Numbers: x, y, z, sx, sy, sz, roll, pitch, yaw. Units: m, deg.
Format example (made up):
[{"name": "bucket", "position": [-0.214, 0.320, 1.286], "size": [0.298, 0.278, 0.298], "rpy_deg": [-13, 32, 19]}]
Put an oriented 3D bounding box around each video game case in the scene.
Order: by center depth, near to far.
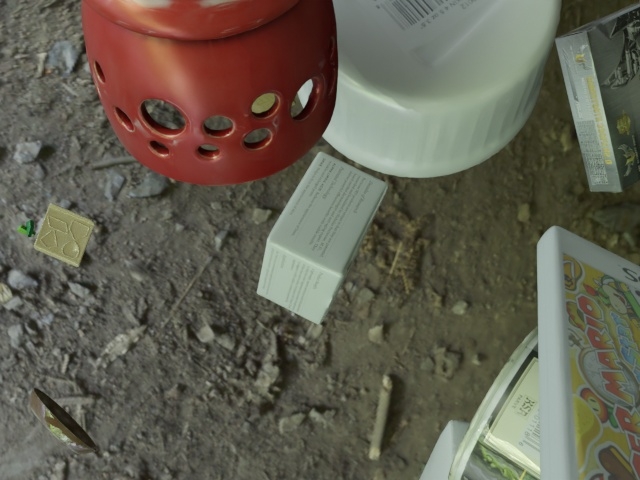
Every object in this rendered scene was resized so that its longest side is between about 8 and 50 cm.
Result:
[{"name": "video game case", "position": [0.223, 0.105, 0.381], "size": [0.227, 0.206, 0.026], "rpy_deg": [-68, -176, -49]}]

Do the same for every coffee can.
[{"name": "coffee can", "position": [0.298, 0.238, 0.648], "size": [0.201, 0.275, 0.202], "rpy_deg": [-40, 147, -33]}]

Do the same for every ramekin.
[{"name": "ramekin", "position": [0.103, -0.217, 0.662], "size": [0.277, 0.277, 0.135], "rpy_deg": [-57, 169, -10]}]

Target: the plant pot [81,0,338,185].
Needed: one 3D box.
[{"name": "plant pot", "position": [-0.079, -0.160, 0.468], "size": [0.191, 0.191, 0.174], "rpy_deg": [-44, 163, -19]}]

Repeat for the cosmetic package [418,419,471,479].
[{"name": "cosmetic package", "position": [0.316, 0.477, 0.826], "size": [0.328, 0.393, 0.330], "rpy_deg": [98, 3, -49]}]

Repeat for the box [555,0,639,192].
[{"name": "box", "position": [0.439, -0.209, 0.930], "size": [0.183, 0.056, 0.231], "rpy_deg": [-27, 107, -26]}]

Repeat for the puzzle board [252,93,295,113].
[{"name": "puzzle board", "position": [-0.110, -0.212, 0.931], "size": [0.128, 0.096, 0.011], "rpy_deg": [35, 40, -49]}]

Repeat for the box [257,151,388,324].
[{"name": "box", "position": [0.000, 0.000, 0.990], "size": [0.119, 0.181, 0.182], "rpy_deg": [26, 59, 4]}]

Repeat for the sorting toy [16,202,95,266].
[{"name": "sorting toy", "position": [-0.311, -0.012, 0.761], "size": [0.083, 0.012, 0.062], "rpy_deg": [24, 102, -3]}]

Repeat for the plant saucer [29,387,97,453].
[{"name": "plant saucer", "position": [-0.487, 0.344, 1.220], "size": [0.029, 0.168, 0.168], "rpy_deg": [-46, 125, -18]}]
